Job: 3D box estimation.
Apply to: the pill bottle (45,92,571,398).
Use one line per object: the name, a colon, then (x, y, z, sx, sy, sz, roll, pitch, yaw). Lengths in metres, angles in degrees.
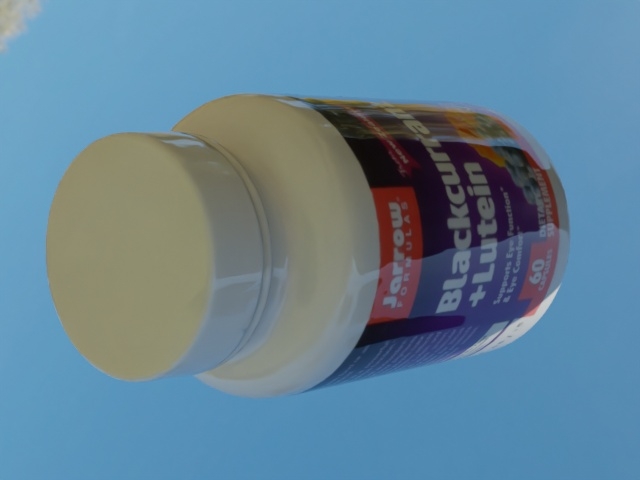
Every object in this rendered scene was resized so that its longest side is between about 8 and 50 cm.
pill bottle: (0.000, 0.000, 0.484, 0.108, 0.193, 0.108, 4, -84, 40)
